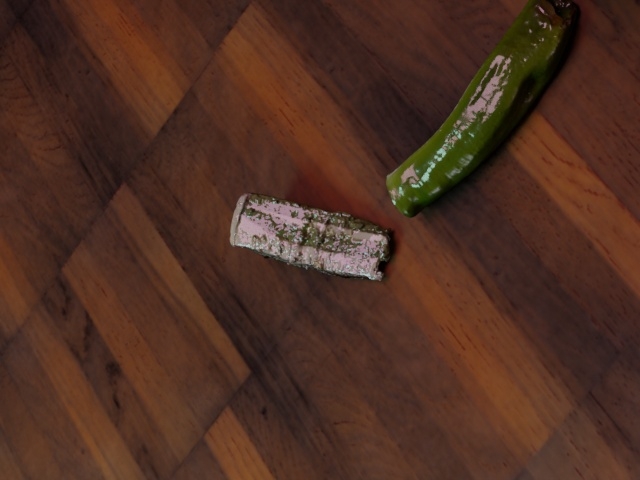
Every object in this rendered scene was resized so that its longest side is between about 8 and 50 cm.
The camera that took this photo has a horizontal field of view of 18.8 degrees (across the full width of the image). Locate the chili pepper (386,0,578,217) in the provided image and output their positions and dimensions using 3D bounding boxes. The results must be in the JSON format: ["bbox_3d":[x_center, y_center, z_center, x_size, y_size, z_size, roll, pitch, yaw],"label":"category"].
[{"bbox_3d":[0.120,-0.097,1.415,0.052,0.050,0.202,40,108,3],"label":"chili pepper"}]

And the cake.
[{"bbox_3d":[0.000,0.000,1.515,0.140,0.055,0.051,15,88,27],"label":"cake"}]
